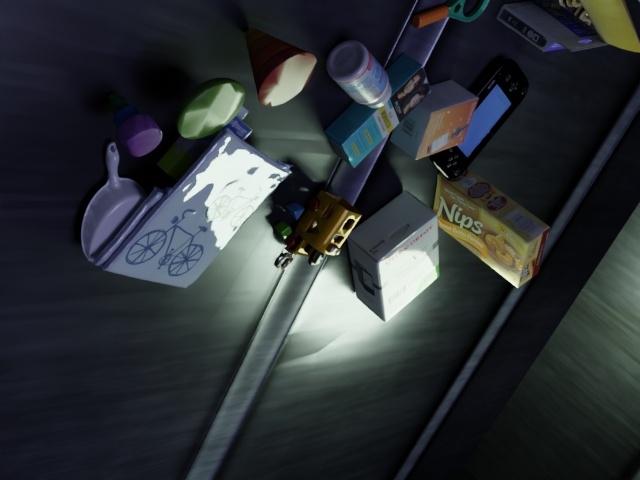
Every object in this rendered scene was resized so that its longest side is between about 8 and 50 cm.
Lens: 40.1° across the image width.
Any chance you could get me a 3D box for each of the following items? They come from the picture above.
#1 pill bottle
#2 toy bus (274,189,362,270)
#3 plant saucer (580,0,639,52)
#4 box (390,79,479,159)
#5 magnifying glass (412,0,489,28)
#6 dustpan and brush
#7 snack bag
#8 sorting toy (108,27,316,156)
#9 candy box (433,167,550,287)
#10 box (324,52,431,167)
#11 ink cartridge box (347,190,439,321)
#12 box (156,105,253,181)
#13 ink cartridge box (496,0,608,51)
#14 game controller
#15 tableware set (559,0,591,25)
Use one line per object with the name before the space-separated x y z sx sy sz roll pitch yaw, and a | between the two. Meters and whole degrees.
pill bottle | 0.082 -0.324 1.738 0.087 0.087 0.160 -51 150 4
toy bus | 0.003 -0.010 1.972 0.191 0.104 0.202 -33 146 -25
plant saucer | 0.598 -0.600 1.938 0.081 0.332 0.333 -20 159 24
box | 0.261 -0.279 2.015 0.170 0.091 0.130 -22 140 -37
magnifying glass | 0.282 -0.494 1.866 0.231 0.026 0.092 -26 143 -32
dustpan and brush | -0.349 -0.075 1.506 0.147 0.060 0.211 -29 151 -36
snack bag | -0.224 -0.053 1.635 0.342 0.037 0.323 -48 160 7
sorting toy | -0.187 -0.262 1.443 0.366 0.126 0.127 -28 160 -24
candy box | 0.434 -0.044 2.276 0.087 0.316 0.183 -31 145 -25
box | 0.125 -0.276 1.872 0.244 0.060 0.100 -45 150 -6
ink cartridge box | 0.192 0.042 2.255 0.211 0.121 0.289 -38 148 -18
box | -0.201 -0.178 1.583 0.178 0.042 0.109 -49 150 3
ink cartridge box | 0.548 -0.486 2.033 0.206 0.208 0.045 -18 141 -40
game controller | 0.393 -0.302 2.183 0.319 0.067 0.166 -51 150 3
tableware set | 0.669 -0.595 2.235 0.128 0.039 0.194 -46 150 -5
